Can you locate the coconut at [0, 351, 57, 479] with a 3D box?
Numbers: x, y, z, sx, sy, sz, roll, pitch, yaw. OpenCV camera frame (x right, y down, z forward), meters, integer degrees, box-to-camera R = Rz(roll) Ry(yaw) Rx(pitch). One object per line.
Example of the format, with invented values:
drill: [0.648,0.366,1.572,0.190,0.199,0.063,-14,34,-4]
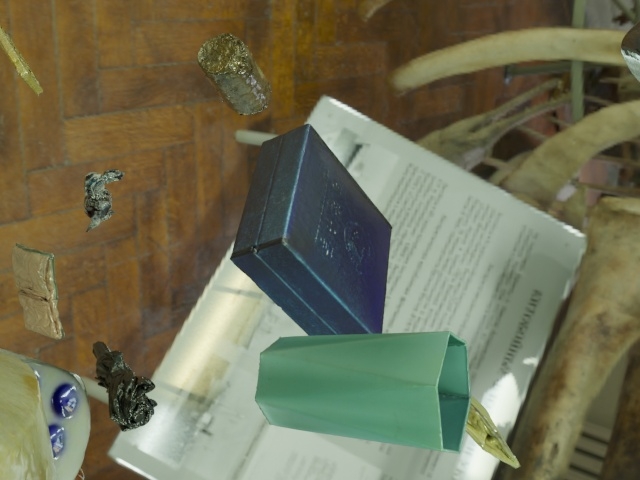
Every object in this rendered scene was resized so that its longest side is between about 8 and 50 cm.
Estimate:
coconut: [-0.358,0.210,0.622,0.323,0.323,0.322,-24,120,-49]

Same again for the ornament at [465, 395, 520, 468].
ornament: [0.310,0.362,1.473,0.059,0.180,0.201,-44,175,2]

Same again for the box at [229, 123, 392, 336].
box: [0.000,0.000,1.279,0.279,0.116,0.261,47,38,-35]

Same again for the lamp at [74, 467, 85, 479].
lamp: [-0.597,0.569,1.708,0.197,0.223,0.223,5,98,-34]

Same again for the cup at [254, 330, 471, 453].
cup: [0.048,0.168,0.930,0.148,0.236,0.134,-63,145,-42]

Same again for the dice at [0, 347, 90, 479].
dice: [-0.582,0.332,1.406,0.243,0.251,0.259,32,67,-47]

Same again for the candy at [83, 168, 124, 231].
candy: [-0.475,-0.085,1.704,0.094,0.051,0.226,-16,159,-30]

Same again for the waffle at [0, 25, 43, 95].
waffle: [-0.579,-0.346,1.491,0.021,0.135,0.092,-32,165,-5]

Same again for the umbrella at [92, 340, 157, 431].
umbrella: [-0.471,0.321,1.824,0.118,0.340,0.118,-11,113,-27]

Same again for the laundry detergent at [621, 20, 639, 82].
laundry detergent: [0.306,-0.127,0.619,0.096,0.061,0.206,47,18,-15]

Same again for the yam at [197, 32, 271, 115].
yam: [-0.209,-0.401,1.893,0.238,0.129,0.128,47,23,-71]

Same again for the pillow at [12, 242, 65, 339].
pillow: [-0.657,0.122,1.817,0.043,0.126,0.232,-35,134,-50]
